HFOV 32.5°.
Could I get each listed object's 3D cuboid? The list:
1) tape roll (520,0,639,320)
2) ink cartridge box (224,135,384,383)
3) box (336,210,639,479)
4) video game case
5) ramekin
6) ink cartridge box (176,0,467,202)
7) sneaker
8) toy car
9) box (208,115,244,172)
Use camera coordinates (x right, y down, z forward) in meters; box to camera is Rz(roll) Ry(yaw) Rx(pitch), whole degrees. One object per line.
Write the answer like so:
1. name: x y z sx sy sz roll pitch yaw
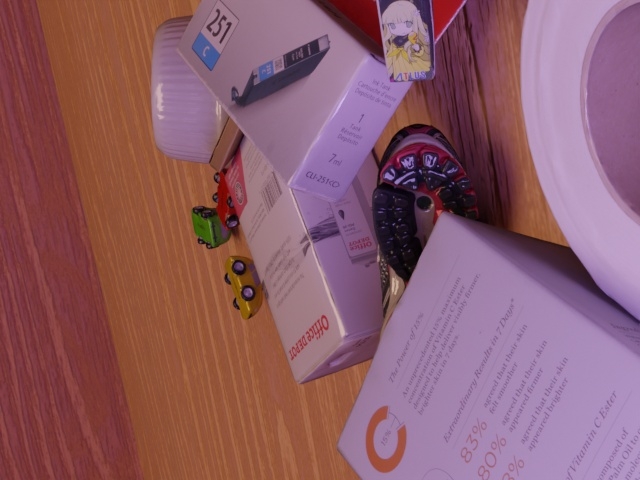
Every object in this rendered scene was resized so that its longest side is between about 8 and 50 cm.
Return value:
1. tape roll: 0.241 -0.084 0.659 0.286 0.100 0.286 165 90 -69
2. ink cartridge box: 0.000 0.000 1.274 0.283 0.117 0.207 70 158 15
3. box: 0.189 0.155 0.748 0.345 0.168 0.215 44 115 53
4. video game case: 0.057 -0.272 0.829 0.210 0.042 0.232 77 -169 -47
5. ramekin: -0.157 -0.197 1.437 0.207 0.109 0.207 180 90 -89
6. ink cartridge box: -0.003 -0.219 1.029 0.261 0.066 0.296 -57 41 16
7. sneaker: 0.114 0.033 1.056 0.112 0.121 0.299 -83 -10 -62
8. toy car: -0.144 -0.014 1.707 0.225 0.053 0.239 -152 51 -62
9. box: -0.060 -0.181 1.272 0.021 0.164 0.201 36 153 0
